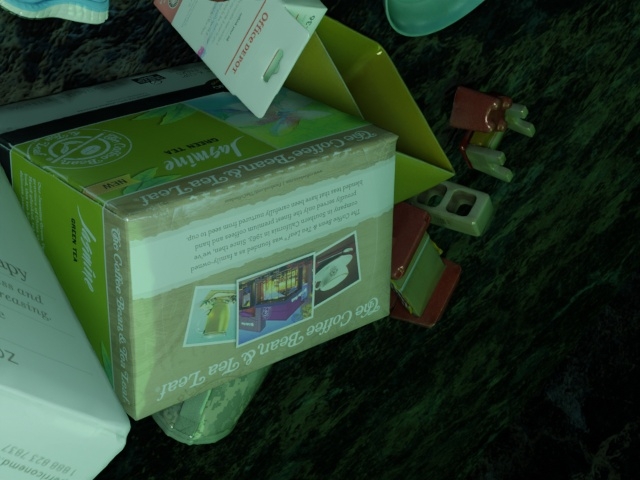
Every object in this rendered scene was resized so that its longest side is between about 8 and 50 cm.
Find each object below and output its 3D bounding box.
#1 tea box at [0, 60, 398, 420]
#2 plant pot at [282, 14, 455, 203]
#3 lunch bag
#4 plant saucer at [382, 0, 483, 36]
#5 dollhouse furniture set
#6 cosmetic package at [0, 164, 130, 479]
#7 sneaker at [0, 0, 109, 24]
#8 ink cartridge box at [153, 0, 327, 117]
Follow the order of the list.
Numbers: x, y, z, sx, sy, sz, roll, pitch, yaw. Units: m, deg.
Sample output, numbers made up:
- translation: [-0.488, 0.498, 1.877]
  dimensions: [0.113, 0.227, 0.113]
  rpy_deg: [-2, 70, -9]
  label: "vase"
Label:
- translation: [-0.146, -0.022, 1.367]
  dimensions: [0.329, 0.324, 0.220]
  rpy_deg: [-20, 124, -37]
  label: "tea box"
- translation: [0.003, -0.127, 1.610]
  dimensions: [0.187, 0.212, 0.212]
  rpy_deg: [-37, 157, 21]
  label: "plant pot"
- translation: [-0.121, 0.100, 1.671]
  dimensions: [0.287, 0.169, 0.235]
  rpy_deg: [-64, 179, -73]
  label: "lunch bag"
- translation: [0.181, -0.383, 1.574]
  dimensions: [0.318, 0.044, 0.317]
  rpy_deg: [-39, 159, -18]
  label: "plant saucer"
- translation: [0.154, -0.080, 1.927]
  dimensions: [0.374, 0.152, 0.201]
  rpy_deg: [-62, 151, -16]
  label: "dollhouse furniture set"
- translation: [-0.428, 0.086, 1.063]
  dimensions: [0.327, 0.393, 0.329]
  rpy_deg: [-46, 137, 11]
  label: "cosmetic package"
- translation: [-0.261, -0.249, 1.236]
  dimensions: [0.162, 0.063, 0.073]
  rpy_deg: [-8, 122, -54]
  label: "sneaker"
- translation: [-0.073, -0.226, 1.340]
  dimensions: [0.067, 0.198, 0.115]
  rpy_deg: [-8, 140, -47]
  label: "ink cartridge box"
